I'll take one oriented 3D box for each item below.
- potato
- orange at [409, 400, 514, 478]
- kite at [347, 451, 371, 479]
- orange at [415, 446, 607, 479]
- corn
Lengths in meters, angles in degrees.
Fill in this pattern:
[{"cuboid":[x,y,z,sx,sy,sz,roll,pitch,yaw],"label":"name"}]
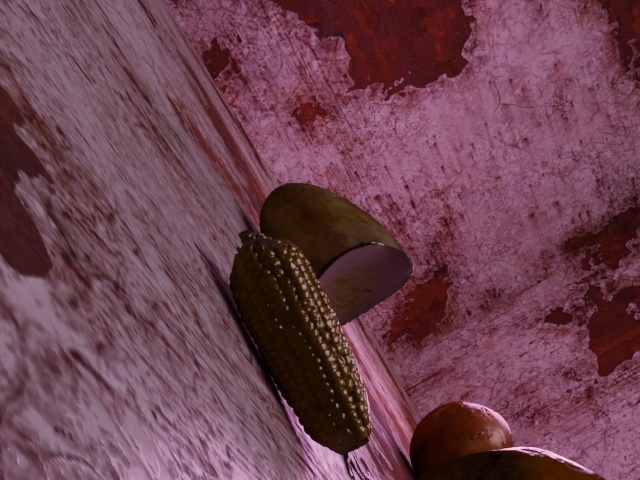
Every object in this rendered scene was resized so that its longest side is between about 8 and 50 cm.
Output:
[{"cuboid":[0.000,0.000,1.589,0.266,0.229,0.229,56,-1,36],"label":"potato"},{"cuboid":[0.321,0.481,2.077,0.240,0.240,0.240,60,2,-4],"label":"orange"},{"cuboid":[0.035,0.266,1.215,0.241,0.014,0.183,61,3,-20],"label":"kite"},{"cuboid":[0.141,0.267,0.748,0.249,0.248,0.183,-112,178,-75],"label":"orange"},{"cuboid":[-0.022,0.102,0.976,0.262,0.097,0.097,62,2,14],"label":"corn"}]
